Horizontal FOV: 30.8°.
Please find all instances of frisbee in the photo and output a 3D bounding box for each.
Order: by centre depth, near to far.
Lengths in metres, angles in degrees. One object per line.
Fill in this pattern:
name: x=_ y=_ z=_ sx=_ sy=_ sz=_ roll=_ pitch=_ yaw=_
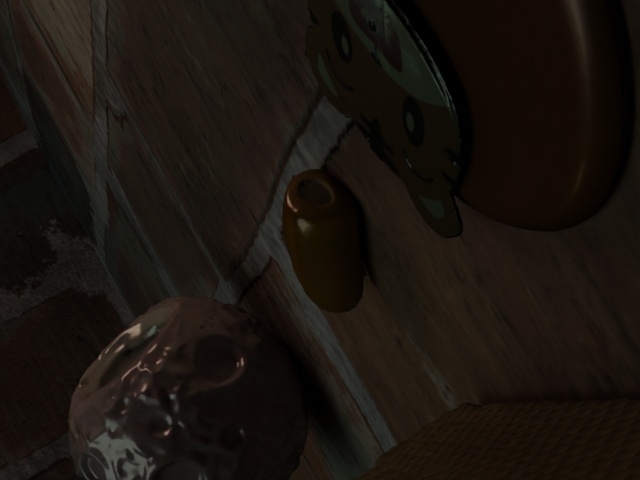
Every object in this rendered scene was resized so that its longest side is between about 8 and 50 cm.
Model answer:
frisbee: x=0.050 y=-0.114 z=0.524 sx=0.250 sy=0.021 sz=0.250 roll=54 pitch=162 yaw=27

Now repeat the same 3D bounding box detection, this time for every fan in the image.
fan: x=0.028 y=-0.104 z=0.557 sx=0.152 sy=0.008 sz=0.226 roll=53 pitch=164 yaw=29

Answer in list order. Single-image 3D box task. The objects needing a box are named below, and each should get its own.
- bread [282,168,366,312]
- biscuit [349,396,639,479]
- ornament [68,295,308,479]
bread: x=0.000 y=0.001 z=0.835 sx=0.062 sy=0.049 sz=0.103 roll=50 pitch=160 yaw=37
biscuit: x=0.104 y=0.138 z=0.558 sx=0.078 sy=0.144 sz=0.426 roll=60 pitch=166 yaw=1
ornament: x=-0.132 y=0.192 z=1.230 sx=0.225 sy=0.259 sz=0.259 roll=48 pitch=169 yaw=-17
